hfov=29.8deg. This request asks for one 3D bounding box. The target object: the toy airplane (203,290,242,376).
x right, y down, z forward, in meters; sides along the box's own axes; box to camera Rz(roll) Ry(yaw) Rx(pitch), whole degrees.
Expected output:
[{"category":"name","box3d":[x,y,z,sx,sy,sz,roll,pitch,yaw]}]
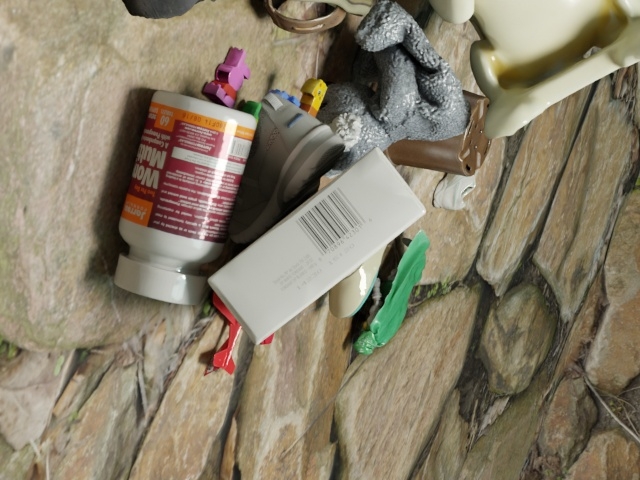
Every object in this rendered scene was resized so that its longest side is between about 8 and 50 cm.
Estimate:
[{"category":"toy airplane","box3d":[-0.118,0.117,1.624,0.151,0.028,0.151,-45,144,-46]}]

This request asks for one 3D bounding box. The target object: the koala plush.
[{"category":"koala plush","box3d":[0.071,-0.176,1.658,0.221,0.203,0.196,-39,174,-5]}]

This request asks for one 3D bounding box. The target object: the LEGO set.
[{"category":"LEGO set","box3d":[-0.047,-0.174,1.516,0.093,0.087,0.227,-68,155,-9]}]

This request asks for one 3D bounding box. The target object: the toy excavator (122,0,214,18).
[{"category":"toy excavator","box3d":[-0.075,-0.448,1.089,0.445,0.433,0.222,-29,137,-17]}]

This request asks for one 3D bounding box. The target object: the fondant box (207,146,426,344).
[{"category":"fondant box","box3d":[0.000,0.000,1.448,0.238,0.096,0.330,-38,180,3]}]

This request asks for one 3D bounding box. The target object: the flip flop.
[{"category":"flip flop","box3d":[-0.020,-0.296,1.492,0.080,0.112,0.277,-63,162,14]}]

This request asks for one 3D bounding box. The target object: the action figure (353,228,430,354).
[{"category":"action figure","box3d":[0.116,0.101,2.042,0.232,0.063,0.137,-59,153,-34]}]

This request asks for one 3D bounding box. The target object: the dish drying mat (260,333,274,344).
[{"category":"dish drying mat","box3d":[-0.069,0.110,1.742,0.032,0.008,0.083,-5,110,-64]}]

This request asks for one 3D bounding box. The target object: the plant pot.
[{"category":"plant pot","box3d":[0.172,-0.178,1.859,0.167,0.165,0.167,-40,139,-48]}]

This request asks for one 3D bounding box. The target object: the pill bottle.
[{"category":"pill bottle","box3d":[-0.155,-0.047,1.339,0.121,0.121,0.221,8,98,-64]}]

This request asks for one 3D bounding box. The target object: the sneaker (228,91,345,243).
[{"category":"sneaker","box3d":[-0.061,-0.090,1.456,0.105,0.115,0.281,-38,176,-33]}]

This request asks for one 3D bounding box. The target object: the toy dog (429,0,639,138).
[{"category":"toy dog","box3d":[0.273,-0.412,1.654,0.408,0.284,0.395,59,24,-13]}]

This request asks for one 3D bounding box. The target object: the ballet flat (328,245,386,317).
[{"category":"ballet flat","box3d":[0.062,0.000,1.873,0.248,0.086,0.086,-63,153,-23]}]

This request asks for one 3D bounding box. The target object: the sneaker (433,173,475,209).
[{"category":"sneaker","box3d":[0.260,-0.121,2.194,0.152,0.061,0.054,-68,152,-12]}]
